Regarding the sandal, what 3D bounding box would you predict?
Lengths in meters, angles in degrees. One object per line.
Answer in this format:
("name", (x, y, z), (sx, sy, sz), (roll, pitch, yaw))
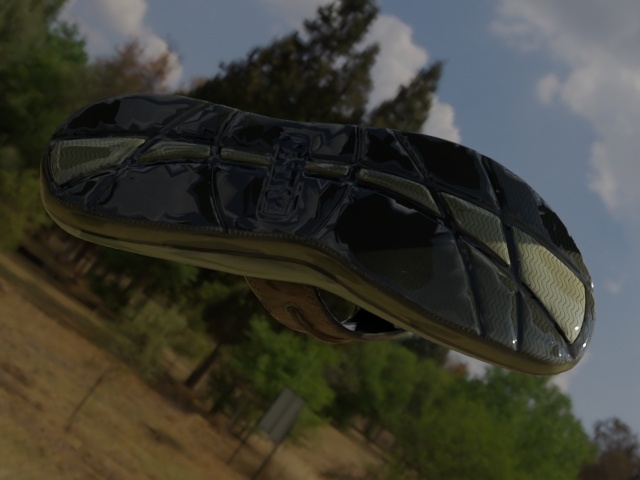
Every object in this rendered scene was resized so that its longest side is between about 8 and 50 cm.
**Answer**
("sandal", (-0.001, -0.001, 0.638), (0.302, 0.120, 0.086), (16, -40, 10))
